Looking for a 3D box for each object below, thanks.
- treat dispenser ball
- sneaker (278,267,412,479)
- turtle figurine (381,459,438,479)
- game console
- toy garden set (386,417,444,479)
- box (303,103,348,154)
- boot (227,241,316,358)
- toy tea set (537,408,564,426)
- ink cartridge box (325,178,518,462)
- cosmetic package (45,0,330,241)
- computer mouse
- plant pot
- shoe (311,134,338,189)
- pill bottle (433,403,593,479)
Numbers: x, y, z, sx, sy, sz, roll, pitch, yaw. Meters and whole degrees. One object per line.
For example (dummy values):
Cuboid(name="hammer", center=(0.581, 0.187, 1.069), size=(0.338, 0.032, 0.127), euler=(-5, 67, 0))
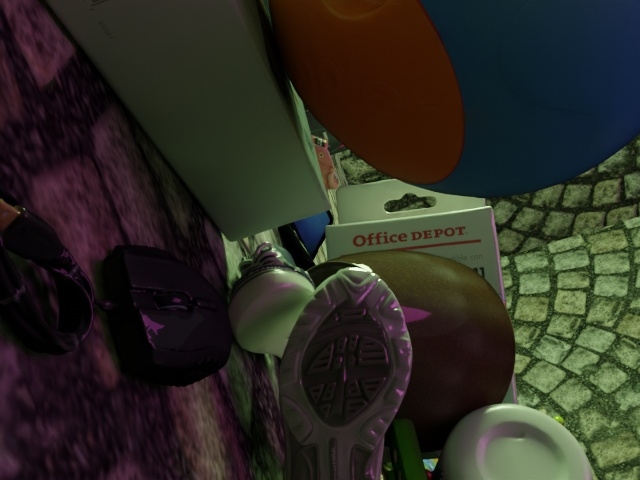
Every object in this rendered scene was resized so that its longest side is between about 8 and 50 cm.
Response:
Cuboid(name="treat dispenser ball", center=(0.108, -0.172, 0.625), size=(0.288, 0.288, 0.288), euler=(-17, 90, -85))
Cuboid(name="sneaker", center=(0.006, 0.136, 0.670), size=(0.115, 0.090, 0.232), euler=(133, -35, -80))
Cuboid(name="turtle figurine", center=(0.155, 0.263, 1.328), size=(0.266, 0.197, 0.275), euler=(74, 4, -72))
Cuboid(name="game console", center=(0.000, 0.000, 1.150), size=(0.107, 0.071, 0.122), euler=(56, -4, 32))
Cuboid(name="toy garden set", center=(0.097, 0.322, 0.862), size=(0.204, 0.049, 0.244), euler=(-101, -169, -57))
Cuboid(name="box", center=(-0.019, -0.261, 1.294), size=(0.143, 0.165, 0.271), euler=(63, 11, -66))
Cuboid(name="boot", center=(-0.042, 0.037, 0.727), size=(0.086, 0.069, 0.190), euler=(57, -1, 21))
Cuboid(name="toy tea set", center=(0.245, 0.395, 1.297), size=(0.124, 0.336, 0.200), euler=(40, -35, 10))
Cuboid(name="ink cartridge box", center=(0.118, 0.081, 1.135), size=(0.119, 0.207, 0.354), euler=(46, 38, -75))
Cuboid(name="cosmetic package", center=(-0.101, -0.204, 0.644), size=(0.377, 0.097, 0.285), euler=(62, 10, -65))
Cuboid(name="computer mouse", center=(-0.082, 0.021, 0.408), size=(0.242, 0.041, 0.071), euler=(52, 22, -75))
Cuboid(name="plant pot", center=(0.057, 0.096, 0.930), size=(0.230, 0.215, 0.216), euler=(27, 44, -61))
Cuboid(name="shoe", center=(-0.033, -0.121, 1.156), size=(0.064, 0.081, 0.178), euler=(-102, 173, -46))
Cuboid(name="pill bottle", center=(0.172, 0.296, 0.974), size=(0.264, 0.146, 0.146), euler=(99, -16, -46))
